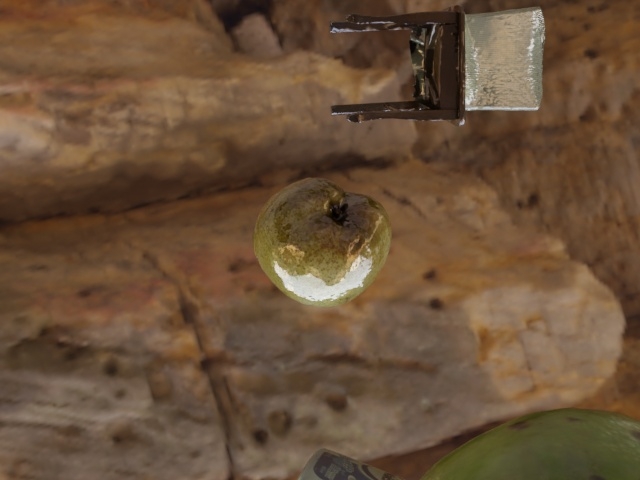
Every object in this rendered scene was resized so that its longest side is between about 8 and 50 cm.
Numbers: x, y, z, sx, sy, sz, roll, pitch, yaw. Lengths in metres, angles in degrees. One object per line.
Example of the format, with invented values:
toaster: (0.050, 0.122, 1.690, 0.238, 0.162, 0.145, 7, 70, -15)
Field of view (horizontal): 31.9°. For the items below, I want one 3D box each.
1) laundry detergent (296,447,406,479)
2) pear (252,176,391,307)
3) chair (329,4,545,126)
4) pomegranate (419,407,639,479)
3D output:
laundry detergent: (0.099, 0.410, 1.641, 0.280, 0.105, 0.215, 22, -173, 10)
pear: (0.000, 0.000, 1.378, 0.167, 0.167, 0.136, -18, 153, -30)
chair: (0.180, -0.239, 1.533, 0.319, 0.160, 0.186, -3, -171, -8)
pomegranate: (0.105, 0.194, 0.516, 0.263, 0.211, 0.211, -42, 169, 29)
